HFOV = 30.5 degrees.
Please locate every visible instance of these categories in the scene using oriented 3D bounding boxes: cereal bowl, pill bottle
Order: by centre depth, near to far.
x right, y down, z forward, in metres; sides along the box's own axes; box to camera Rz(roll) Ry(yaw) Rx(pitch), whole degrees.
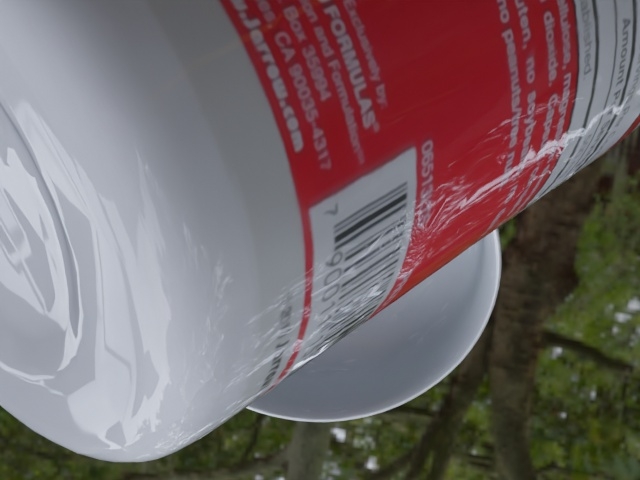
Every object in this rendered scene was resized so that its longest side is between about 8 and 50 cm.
[{"bbox_3d":[0.018,-0.102,0.509,0.229,0.229,0.407,16,-143,43],"label":"pill bottle"},{"bbox_3d":[0.000,0.000,1.133,0.339,0.339,0.141,7,-153,-3],"label":"cereal bowl"}]
